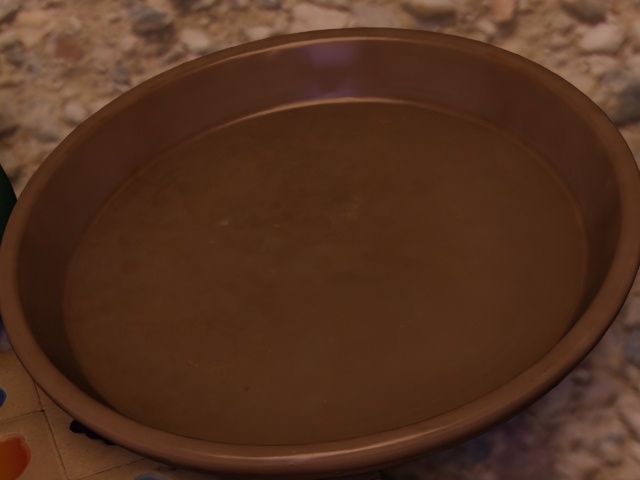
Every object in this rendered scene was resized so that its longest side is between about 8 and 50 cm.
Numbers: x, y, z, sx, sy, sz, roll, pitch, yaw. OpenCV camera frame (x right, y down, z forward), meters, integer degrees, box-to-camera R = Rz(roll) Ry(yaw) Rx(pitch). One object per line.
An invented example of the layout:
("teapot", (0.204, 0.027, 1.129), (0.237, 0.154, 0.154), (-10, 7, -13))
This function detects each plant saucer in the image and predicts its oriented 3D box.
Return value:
("plant saucer", (0.000, 0.000, 0.655), (0.277, 0.041, 0.278), (-5, 42, 5))

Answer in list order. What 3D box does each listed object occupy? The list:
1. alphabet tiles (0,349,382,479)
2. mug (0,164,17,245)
("alphabet tiles", (-0.143, 0.127, 0.566), (0.342, 0.011, 0.285), (-16, 30, -14))
("mug", (-0.194, -0.010, 0.702), (0.157, 0.097, 0.129), (-39, 63, -12))
